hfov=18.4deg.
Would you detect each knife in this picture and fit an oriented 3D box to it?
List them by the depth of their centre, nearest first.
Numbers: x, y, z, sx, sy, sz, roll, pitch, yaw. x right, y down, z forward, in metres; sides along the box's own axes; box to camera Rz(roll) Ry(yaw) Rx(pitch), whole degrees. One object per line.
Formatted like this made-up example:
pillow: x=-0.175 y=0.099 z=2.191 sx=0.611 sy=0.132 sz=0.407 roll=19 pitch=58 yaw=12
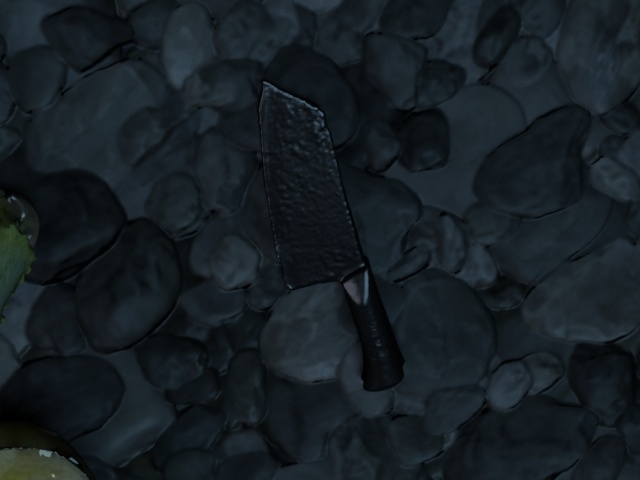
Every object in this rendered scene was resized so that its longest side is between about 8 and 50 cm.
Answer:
knife: x=0.000 y=0.000 z=1.252 sx=0.060 sy=0.028 sz=0.230 roll=-16 pitch=117 yaw=2

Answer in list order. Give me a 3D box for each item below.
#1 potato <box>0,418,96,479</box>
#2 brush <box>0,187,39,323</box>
potato: x=-0.196 y=0.201 z=1.240 sx=0.164 sy=0.081 sz=0.200 roll=-7 pitch=113 yaw=-8
brush: x=-0.262 y=0.105 z=1.182 sx=0.072 sy=0.067 sz=0.313 roll=27 pitch=104 yaw=-29
